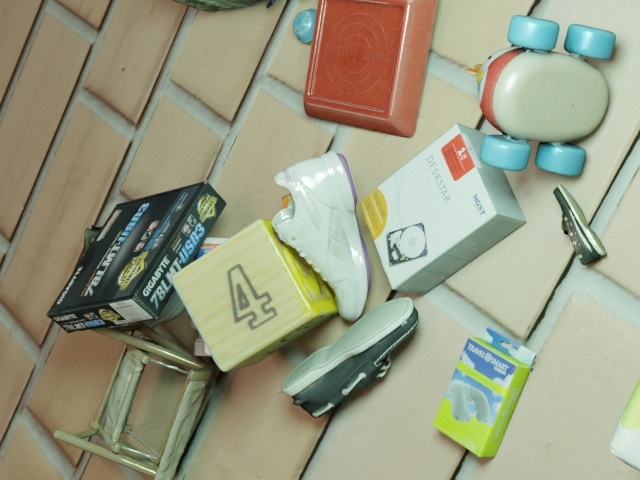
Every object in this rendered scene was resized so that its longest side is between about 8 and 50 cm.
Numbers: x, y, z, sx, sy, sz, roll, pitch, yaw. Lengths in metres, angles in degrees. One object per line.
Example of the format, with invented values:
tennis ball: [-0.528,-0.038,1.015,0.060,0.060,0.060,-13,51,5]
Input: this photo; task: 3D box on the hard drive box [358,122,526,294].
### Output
hard drive box: [0.194,-0.049,1.902,0.232,0.089,0.181,-39,57,31]

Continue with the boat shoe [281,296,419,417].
boat shoe: [0.066,0.201,1.977,0.302,0.091,0.114,-36,15,35]

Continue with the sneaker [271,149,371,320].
sneaker: [0.000,0.000,1.988,0.114,0.152,0.305,-117,14,-70]

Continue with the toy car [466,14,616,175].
toy car: [0.295,-0.237,1.783,0.238,0.210,0.219,33,117,56]

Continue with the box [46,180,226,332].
box: [-0.354,0.033,2.230,0.293,0.073,0.296,-9,42,43]

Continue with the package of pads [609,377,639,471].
package of pads: [0.535,0.233,1.443,0.296,0.101,0.229,28,102,19]

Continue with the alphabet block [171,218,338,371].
alphabet block: [-0.108,0.094,2.030,0.197,0.192,0.193,-32,83,13]

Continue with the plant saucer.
plant saucer: [0.073,-0.330,2.065,0.258,0.047,0.259,17,102,39]

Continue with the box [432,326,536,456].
box: [0.255,0.235,1.818,0.109,0.042,0.178,29,103,43]

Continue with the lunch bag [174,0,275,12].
lunch bag: [-0.175,-0.609,2.289,0.256,0.212,0.305,-2,81,44]

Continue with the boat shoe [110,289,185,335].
boat shoe: [-0.354,0.134,2.398,0.227,0.081,0.079,-34,59,35]

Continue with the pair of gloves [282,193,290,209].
pair of gloves: [-0.042,-0.060,2.187,0.083,0.010,0.074,-24,65,38]

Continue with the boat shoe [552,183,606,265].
boat shoe: [0.379,-0.025,1.746,0.042,0.049,0.133,-35,63,24]

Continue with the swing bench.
swing bench: [-0.347,0.317,2.287,0.254,0.165,0.253,24,98,18]

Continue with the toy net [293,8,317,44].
toy net: [0.037,-0.425,2.166,0.232,0.045,0.122,13,89,43]

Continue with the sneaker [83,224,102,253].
sneaker: [-0.410,0.010,2.447,0.227,0.130,0.087,-9,77,40]

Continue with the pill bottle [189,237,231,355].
pill bottle: [-0.185,0.111,2.210,0.124,0.124,0.222,-5,78,43]
